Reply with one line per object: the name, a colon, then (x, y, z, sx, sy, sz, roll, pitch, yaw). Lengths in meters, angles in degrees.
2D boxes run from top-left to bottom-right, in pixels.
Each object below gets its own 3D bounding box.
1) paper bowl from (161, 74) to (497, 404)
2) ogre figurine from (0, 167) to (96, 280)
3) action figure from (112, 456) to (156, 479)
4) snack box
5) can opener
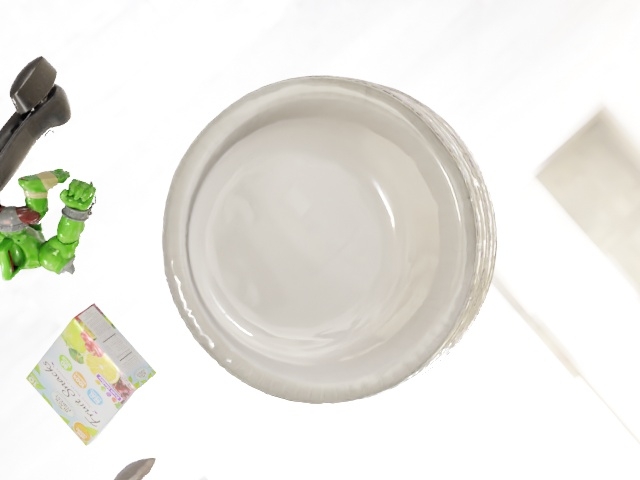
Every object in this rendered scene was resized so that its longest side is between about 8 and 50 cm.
paper bowl: (0.000, 0.000, 1.684, 0.284, 0.284, 0.148, -43, 171, 13)
ogre figurine: (-0.353, -0.021, 2.275, 0.197, 0.118, 0.097, -1, -161, -2)
action figure: (-0.059, 0.312, 1.399, 0.178, 0.330, 0.341, -42, -152, -14)
snack box: (-0.240, 0.141, 2.050, 0.037, 0.100, 0.141, -37, 173, -42)
can opener: (-0.303, -0.098, 1.929, 0.059, 0.073, 0.186, -19, -145, 44)
